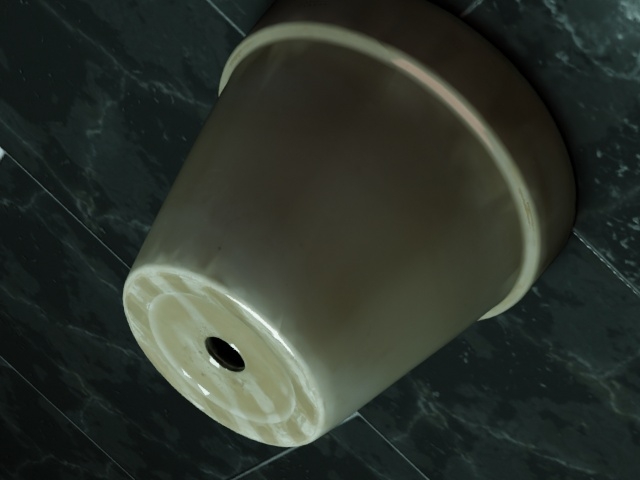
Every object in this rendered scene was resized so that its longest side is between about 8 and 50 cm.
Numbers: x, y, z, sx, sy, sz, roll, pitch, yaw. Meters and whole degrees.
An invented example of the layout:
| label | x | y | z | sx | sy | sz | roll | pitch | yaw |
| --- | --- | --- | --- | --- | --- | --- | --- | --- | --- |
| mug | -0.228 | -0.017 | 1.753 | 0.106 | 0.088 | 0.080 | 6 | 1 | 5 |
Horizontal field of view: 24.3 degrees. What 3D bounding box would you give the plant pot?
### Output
| label | x | y | z | sx | sy | sz | roll | pitch | yaw |
| --- | --- | --- | --- | --- | --- | --- | --- | --- | --- |
| plant pot | 0.000 | 0.000 | 1.189 | 0.323 | 0.280 | 0.323 | 26 | 144 | 21 |
